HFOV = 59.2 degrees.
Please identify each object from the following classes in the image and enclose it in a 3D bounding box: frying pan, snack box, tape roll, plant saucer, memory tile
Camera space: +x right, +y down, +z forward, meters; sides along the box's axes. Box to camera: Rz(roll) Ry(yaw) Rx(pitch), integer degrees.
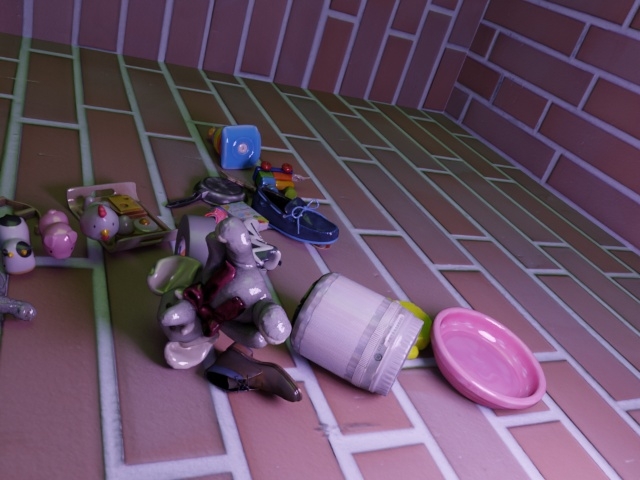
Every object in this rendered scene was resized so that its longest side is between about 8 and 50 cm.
[{"bbox_3d":[-0.401,-0.174,1.955,0.326,0.053,0.197,1,32,-35],"label":"frying pan"},{"bbox_3d":[-0.255,-0.076,1.871,0.141,0.037,0.100,36,32,30],"label":"snack box"},{"bbox_3d":[-0.319,0.044,1.429,0.073,0.219,0.219,6,31,-23],"label":"tape roll"},{"bbox_3d":[0.430,0.320,1.498,0.333,0.084,0.332,20,31,-13],"label":"plant saucer"},{"bbox_3d":[-0.293,-0.213,2.049,0.148,0.012,0.113,23,9,-37],"label":"memory tile"}]

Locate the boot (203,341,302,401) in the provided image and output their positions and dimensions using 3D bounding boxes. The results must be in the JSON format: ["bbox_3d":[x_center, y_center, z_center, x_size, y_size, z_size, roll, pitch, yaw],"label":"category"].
[{"bbox_3d":[-0.149,0.310,1.224,0.219,0.082,0.106,24,37,30],"label":"boot"}]

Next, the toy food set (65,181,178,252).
[{"bbox_3d":[-0.565,-0.082,1.640,0.220,0.092,0.306,-15,43,-45],"label":"toy food set"}]

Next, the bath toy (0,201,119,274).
[{"bbox_3d":[-0.663,-0.014,1.376,0.349,0.129,0.151,-17,85,-30],"label":"bath toy"}]

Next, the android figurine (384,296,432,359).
[{"bbox_3d":[0.199,0.234,1.572,0.273,0.056,0.248,6,30,-20],"label":"android figurine"}]

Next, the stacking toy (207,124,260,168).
[{"bbox_3d":[-0.384,-0.407,2.299,0.166,0.175,0.302,-10,25,-34],"label":"stacking toy"}]

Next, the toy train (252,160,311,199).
[{"bbox_3d":[-0.121,-0.211,2.136,0.248,0.105,0.143,2,43,-28],"label":"toy train"}]

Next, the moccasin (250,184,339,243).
[{"bbox_3d":[-0.095,-0.088,1.867,0.342,0.116,0.138,20,30,21],"label":"moccasin"}]

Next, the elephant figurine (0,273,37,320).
[{"bbox_3d":[-0.756,0.091,1.194,0.170,0.185,0.240,-15,-12,42],"label":"elephant figurine"}]

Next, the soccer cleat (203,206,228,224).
[{"bbox_3d":[-0.328,-0.057,1.733,0.083,0.095,0.248,17,29,-4],"label":"soccer cleat"}]

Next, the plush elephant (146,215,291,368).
[{"bbox_3d":[-0.243,0.134,1.207,0.256,0.330,0.271,-23,85,-14],"label":"plush elephant"}]

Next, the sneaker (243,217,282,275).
[{"bbox_3d":[-0.180,0.027,1.677,0.153,0.094,0.235,20,28,-1],"label":"sneaker"}]

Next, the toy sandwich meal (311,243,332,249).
[{"bbox_3d":[0.000,0.000,1.896,0.086,0.029,0.085,14,28,-8],"label":"toy sandwich meal"}]

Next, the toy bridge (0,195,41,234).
[{"bbox_3d":[-0.809,-0.072,1.547,0.188,0.026,0.063,28,28,17],"label":"toy bridge"}]

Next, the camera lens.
[{"bbox_3d":[0.080,0.219,1.354,0.275,0.219,0.219,26,29,15],"label":"camera lens"}]
